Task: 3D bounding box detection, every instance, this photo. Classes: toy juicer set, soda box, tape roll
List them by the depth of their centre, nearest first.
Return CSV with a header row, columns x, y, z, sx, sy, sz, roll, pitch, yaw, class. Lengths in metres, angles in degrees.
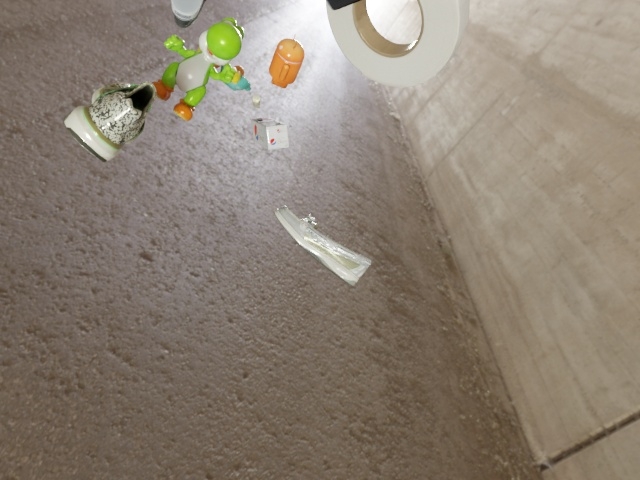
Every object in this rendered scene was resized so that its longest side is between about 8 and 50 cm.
x,y,z,sx,sy,sz,roll,pitch,yaw,class
0.189,-0.593,1.135,0.392,0.392,0.072,39,60,0,tape roll
-0.169,-0.352,1.421,0.069,0.074,0.216,-12,25,-19,soda box
-0.317,-0.627,1.666,0.328,0.090,0.209,34,2,-32,toy juicer set

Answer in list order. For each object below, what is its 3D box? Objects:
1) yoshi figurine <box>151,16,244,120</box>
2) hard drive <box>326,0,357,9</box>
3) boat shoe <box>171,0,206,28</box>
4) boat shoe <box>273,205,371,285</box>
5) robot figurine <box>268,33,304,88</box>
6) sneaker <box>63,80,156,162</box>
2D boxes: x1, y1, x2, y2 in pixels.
x,y,z,sx,sy,sz,roll,pitch,yaw,class
-0.381,-0.574,1.406,0.203,0.362,0.203,41,2,25,yoshi figurine
0.037,-0.637,0.924,0.054,0.171,0.255,-53,129,-35,hard drive
-0.368,-0.785,1.315,0.113,0.307,0.105,15,-10,-18,boat shoe
0.001,0.001,1.283,0.320,0.103,0.118,40,-4,6,boat shoe
-0.144,-0.760,1.853,0.128,0.219,0.158,47,50,9,robot figurine
-0.481,-0.336,1.113,0.158,0.181,0.411,56,9,-33,sneaker
